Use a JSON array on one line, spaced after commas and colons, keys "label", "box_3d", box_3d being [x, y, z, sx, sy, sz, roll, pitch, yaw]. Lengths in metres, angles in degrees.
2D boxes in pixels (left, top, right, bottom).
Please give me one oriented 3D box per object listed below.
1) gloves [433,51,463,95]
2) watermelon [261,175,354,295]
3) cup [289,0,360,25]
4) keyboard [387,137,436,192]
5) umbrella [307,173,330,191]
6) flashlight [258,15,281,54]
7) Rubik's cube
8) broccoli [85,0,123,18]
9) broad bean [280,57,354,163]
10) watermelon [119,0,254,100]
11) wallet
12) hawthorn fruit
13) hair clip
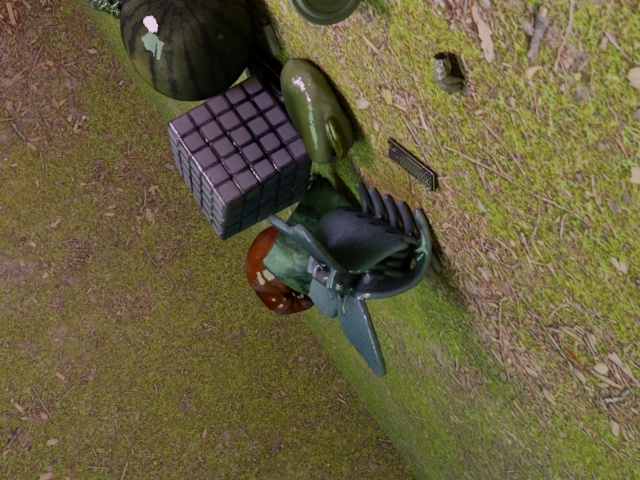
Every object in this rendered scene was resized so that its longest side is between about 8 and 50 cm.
[{"label": "gloves", "box_3d": [0.176, -0.241, 1.138, 0.081, 0.037, 0.044, 56, -156, -30]}, {"label": "watermelon", "box_3d": [0.000, 0.000, 1.975, 0.213, 0.261, 0.201, 39, -169, -2]}, {"label": "cup", "box_3d": [-0.005, -0.396, 1.224, 0.120, 0.120, 0.141, 61, 178, -28]}, {"label": "keyboard", "box_3d": [0.165, -0.138, 1.464, 0.129, 0.015, 0.049, 45, 164, 35]}, {"label": "umbrella", "box_3d": [-0.036, -0.135, 2.078, 0.080, 0.071, 0.224, 21, 175, -26]}, {"label": "flashlight", "box_3d": [-0.105, -0.428, 1.675, 0.018, 0.018, 0.083, 42, 162, 47]}, {"label": "Rubik's cube", "box_3d": [-0.177, -0.178, 1.771, 0.238, 0.237, 0.237, 55, 165, 14]}, {"label": "broccoli", "box_3d": [-0.451, -0.686, 1.854, 0.375, 0.302, 0.249, 27, 142, 1]}, {"label": "broad bean", "box_3d": [-0.014, -0.260, 1.616, 0.228, 0.100, 0.169, 53, 160, 13]}, {"label": "watermelon", "box_3d": [-0.278, -0.444, 1.679, 0.279, 0.279, 0.359, 53, 169, 7]}, {"label": "wallet", "box_3d": [-0.109, -0.327, 1.850, 0.262, 0.071, 0.221, 53, 169, 31]}, {"label": "hawthorn fruit", "box_3d": [-0.106, 0.087, 2.458, 0.284, 0.284, 0.284, 50, 166, 17]}, {"label": "hair clip", "box_3d": [0.080, 0.032, 1.703, 0.392, 0.238, 0.318, 61, 166, -27]}]
